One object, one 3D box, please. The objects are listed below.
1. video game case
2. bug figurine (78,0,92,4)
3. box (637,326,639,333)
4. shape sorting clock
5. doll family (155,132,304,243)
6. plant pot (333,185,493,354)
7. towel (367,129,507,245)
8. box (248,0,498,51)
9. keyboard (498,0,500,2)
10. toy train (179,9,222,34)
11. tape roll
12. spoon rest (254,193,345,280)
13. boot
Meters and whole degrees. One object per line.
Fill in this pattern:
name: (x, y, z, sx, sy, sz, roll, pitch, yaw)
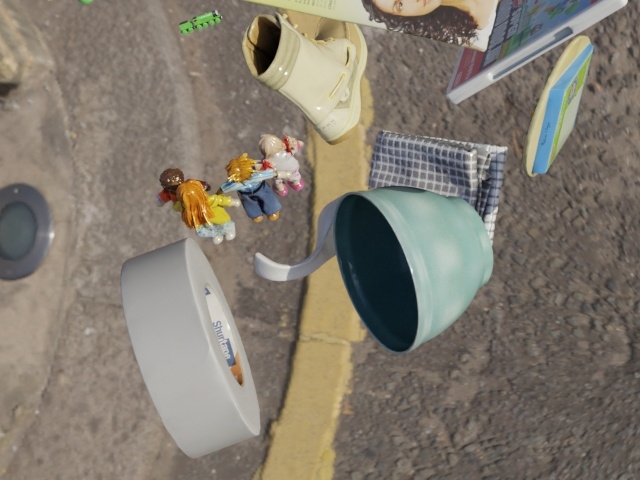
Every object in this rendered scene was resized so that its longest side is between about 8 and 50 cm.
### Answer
video game case: (0.310, -0.324, 1.171, 0.285, 0.025, 0.204, -27, 30, 43)
bug figurine: (-0.315, -0.462, 1.197, 0.072, 0.216, 0.279, 32, 60, 9)
box: (0.742, 0.242, 1.618, 0.103, 0.261, 0.184, -20, 85, 3)
shape sorting clock: (0.333, -0.189, 1.164, 0.040, 0.206, 0.206, 22, 92, 21)
doll family: (-0.138, -0.074, 1.312, 0.262, 0.163, 0.118, -20, 59, 4)
plant pot: (0.176, 0.030, 1.444, 0.196, 0.293, 0.293, -17, 71, -20)
towel: (0.217, -0.094, 1.656, 0.283, 0.121, 0.235, 16, 100, 42)
box: (0.024, -0.215, 0.635, 0.232, 0.058, 0.087, 11, 115, 2)
keyboard: (0.349, -0.491, 1.563, 0.256, 0.014, 0.072, -36, 54, -24)
toy train: (-0.222, -0.403, 1.513, 0.083, 0.024, 0.017, -17, 36, 11)
tape roll: (-0.132, 0.110, 0.862, 0.072, 0.219, 0.219, -21, 73, 0)
spoon rest: (0.000, 0.000, 1.620, 0.276, 0.137, 0.084, -33, 55, -29)
boot: (-0.025, -0.302, 1.287, 0.095, 0.203, 0.262, -21, 51, 36)
